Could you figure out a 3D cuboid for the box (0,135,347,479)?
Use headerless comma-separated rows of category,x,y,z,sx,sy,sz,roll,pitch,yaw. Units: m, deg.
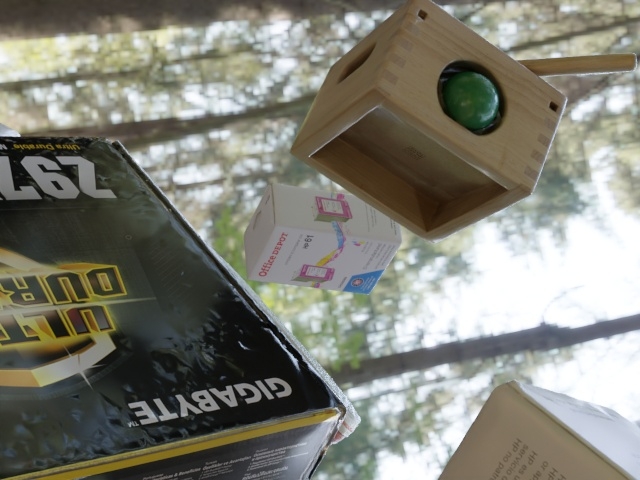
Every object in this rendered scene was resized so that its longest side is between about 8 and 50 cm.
box,-0.184,0.046,0.604,0.257,0.322,0.079,45,-57,34

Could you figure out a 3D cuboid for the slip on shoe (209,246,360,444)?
slip on shoe,-0.098,0.098,1.280,0.331,0.101,0.123,49,0,-1

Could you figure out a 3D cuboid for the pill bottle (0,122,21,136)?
pill bottle,-0.394,-0.094,0.969,0.283,0.161,0.161,28,-42,4

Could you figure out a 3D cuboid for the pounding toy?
pounding toy,0.082,-0.078,0.708,0.141,0.130,0.100,-31,-149,59

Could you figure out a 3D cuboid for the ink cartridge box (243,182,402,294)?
ink cartridge box,0.000,0.000,1.097,0.088,0.123,0.052,118,-26,-48

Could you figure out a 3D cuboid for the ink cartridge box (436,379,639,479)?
ink cartridge box,0.163,0.245,0.552,0.307,0.129,0.223,39,-77,39
